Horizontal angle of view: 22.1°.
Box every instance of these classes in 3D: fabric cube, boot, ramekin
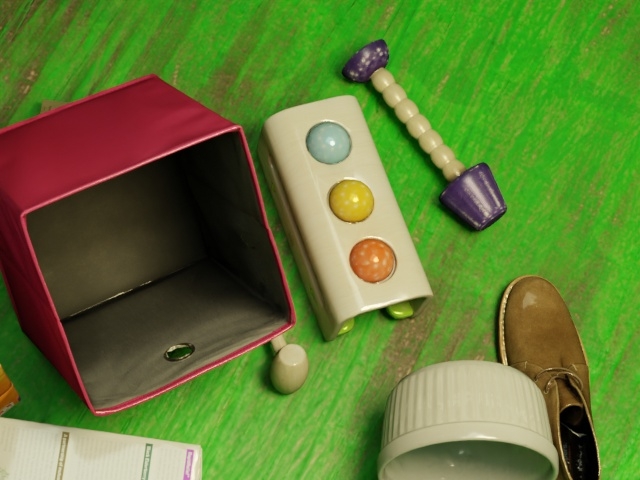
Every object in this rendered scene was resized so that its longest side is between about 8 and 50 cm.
[{"bbox_3d":[-0.216,-0.003,1.814,0.254,0.258,0.259,-24,117,-19],"label":"fabric cube"},{"bbox_3d":[0.288,0.173,1.972,0.112,0.115,0.305,-4,68,-11],"label":"boot"},{"bbox_3d":[0.167,0.221,1.885,0.207,0.207,0.109,6,59,-9],"label":"ramekin"}]

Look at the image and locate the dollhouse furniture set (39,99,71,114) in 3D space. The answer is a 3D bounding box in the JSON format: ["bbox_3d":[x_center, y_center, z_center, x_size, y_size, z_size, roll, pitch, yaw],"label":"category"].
[{"bbox_3d":[-0.307,-0.078,2.004,0.144,0.123,0.151,7,33,-8],"label":"dollhouse furniture set"}]

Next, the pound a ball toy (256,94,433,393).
[{"bbox_3d":[0.000,0.000,1.973,0.208,0.135,0.319,-14,72,-16],"label":"pound a ball toy"}]

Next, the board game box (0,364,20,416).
[{"bbox_3d":[-0.552,0.127,1.606,0.356,0.356,0.356,-42,87,-12],"label":"board game box"}]

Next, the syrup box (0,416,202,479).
[{"bbox_3d":[-0.256,0.269,1.838,0.237,0.093,0.096,10,66,-7],"label":"syrup box"}]

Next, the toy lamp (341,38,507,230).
[{"bbox_3d":[0.134,-0.130,2.082,0.080,0.080,0.274,-35,77,-21],"label":"toy lamp"}]
